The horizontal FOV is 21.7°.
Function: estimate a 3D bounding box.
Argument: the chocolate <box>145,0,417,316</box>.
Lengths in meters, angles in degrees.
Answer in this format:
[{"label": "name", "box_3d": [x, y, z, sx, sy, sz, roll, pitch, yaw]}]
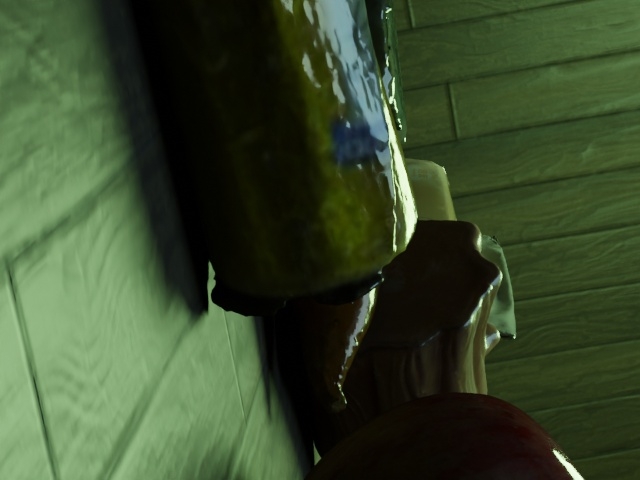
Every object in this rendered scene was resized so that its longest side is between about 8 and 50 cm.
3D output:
[{"label": "chocolate", "box_3d": [-0.053, -0.173, 1.095, 0.162, 0.162, 0.445, -91, 167, -64]}]

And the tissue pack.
[{"label": "tissue pack", "box_3d": [0.119, 0.053, 2.020, 0.305, 0.238, 0.238, -88, 168, -67]}]

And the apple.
[{"label": "apple", "box_3d": [0.087, 0.280, 1.216, 0.345, 0.269, 0.345, 61, -4, 7]}]

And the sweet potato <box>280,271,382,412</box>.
[{"label": "sweet potato", "box_3d": [0.002, 0.003, 1.532, 0.112, 0.112, 0.359, 74, 7, -53]}]

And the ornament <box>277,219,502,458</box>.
[{"label": "ornament", "box_3d": [0.062, 0.114, 1.648, 0.235, 0.221, 0.218, -43, 141, -34]}]

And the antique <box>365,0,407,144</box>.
[{"label": "antique", "box_3d": [0.007, -0.226, 1.535, 0.125, 0.150, 0.284, 72, 20, -65]}]
